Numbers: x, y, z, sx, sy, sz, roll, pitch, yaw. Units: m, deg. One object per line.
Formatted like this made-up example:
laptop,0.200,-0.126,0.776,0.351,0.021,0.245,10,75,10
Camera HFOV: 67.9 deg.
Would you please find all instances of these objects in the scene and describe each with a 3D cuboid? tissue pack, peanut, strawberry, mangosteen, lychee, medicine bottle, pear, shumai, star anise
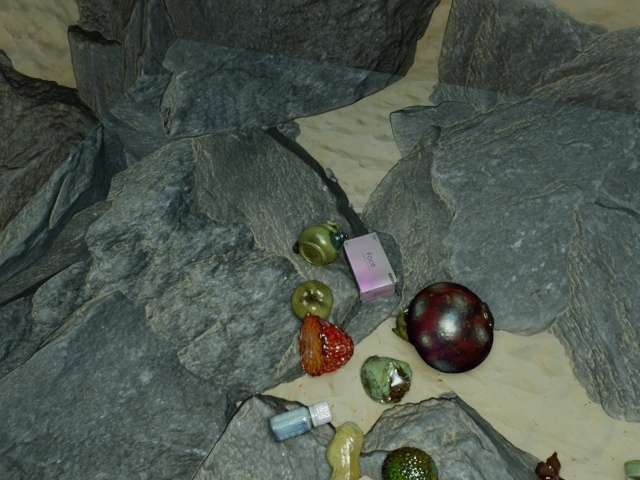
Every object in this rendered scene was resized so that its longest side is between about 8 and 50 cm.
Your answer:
tissue pack,0.189,0.104,1.875,0.149,0.092,0.246,-17,57,-5
peanut,0.076,0.701,1.480,0.117,0.101,0.263,-13,54,27
strawberry,0.031,0.357,1.671,0.178,0.234,0.233,0,52,-27
mangosteen,0.406,0.307,1.616,0.360,0.306,0.306,-28,52,25
lychee,0.264,0.704,1.433,0.171,0.171,0.171,-3,56,4
medicine bottle,-0.063,0.595,1.572,0.203,0.083,0.083,-17,56,-4
pear,-0.029,0.229,1.784,0.167,0.136,0.167,0,59,0
shumai,0.220,0.457,1.604,0.184,0.142,0.184,-1,57,1
star anise,0.662,0.730,1.436,0.141,0.144,0.158,17,54,-38

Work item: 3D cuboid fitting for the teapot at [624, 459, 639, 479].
teapot,0.906,0.780,1.261,0.240,0.239,0.321,33,64,23

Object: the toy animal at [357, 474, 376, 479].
toy animal,0.111,0.830,1.305,0.326,0.237,0.269,-39,58,-3

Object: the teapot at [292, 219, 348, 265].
teapot,0.000,0.000,1.924,0.270,0.173,0.182,-4,38,46
